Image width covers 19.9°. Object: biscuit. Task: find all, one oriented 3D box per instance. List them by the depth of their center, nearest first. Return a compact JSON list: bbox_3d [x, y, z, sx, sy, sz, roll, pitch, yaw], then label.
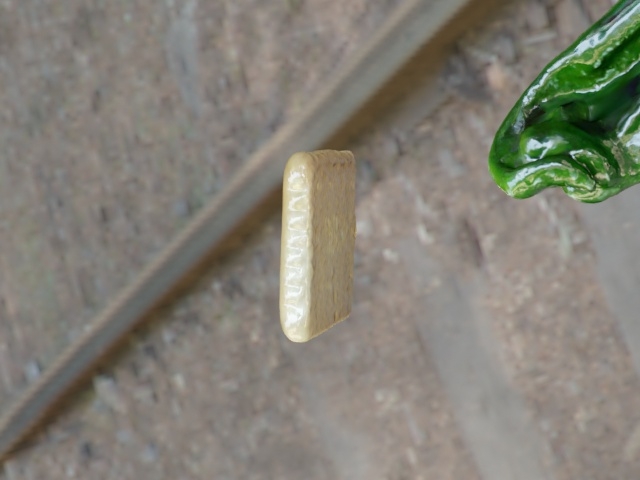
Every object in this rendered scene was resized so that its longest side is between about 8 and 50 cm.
[{"bbox_3d":[-0.001,0.000,1.588,0.249,0.030,0.160,-22,-67,-79],"label":"biscuit"}]

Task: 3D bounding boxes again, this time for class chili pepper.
[{"bbox_3d":[0.194,-0.101,0.900,0.074,0.257,0.100,41,-166,-50],"label":"chili pepper"}]
